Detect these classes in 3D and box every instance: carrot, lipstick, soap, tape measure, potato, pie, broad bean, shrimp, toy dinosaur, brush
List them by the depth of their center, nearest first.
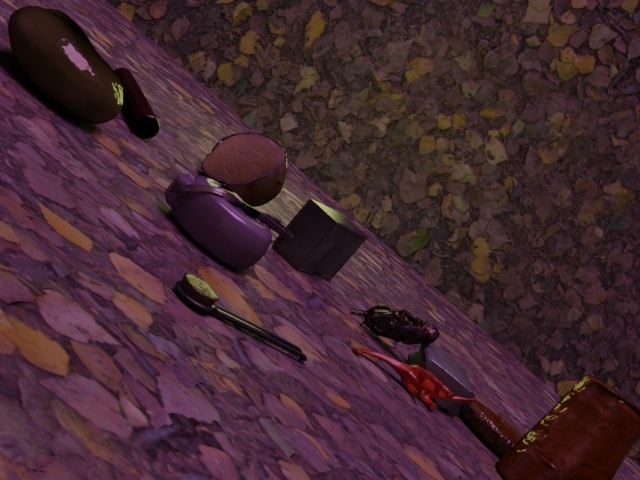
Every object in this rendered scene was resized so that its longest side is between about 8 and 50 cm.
[{"bbox_3d":[-0.100,0.112,1.420,0.266,0.027,0.062,34,10,-43],"label":"brush"},{"bbox_3d":[-0.156,-0.036,1.717,0.178,0.105,0.196,44,7,23],"label":"tape measure"},{"bbox_3d":[-0.456,-0.316,1.819,0.291,0.119,0.238,50,3,42],"label":"broad bean"},{"bbox_3d":[0.468,0.378,1.858,0.196,0.254,0.196,39,3,-3],"label":"carrot"},{"bbox_3d":[0.175,0.257,1.874,0.280,0.055,0.101,34,0,-34],"label":"toy dinosaur"},{"bbox_3d":[0.357,0.386,2.041,0.195,0.046,0.195,39,6,-5],"label":"pie"},{"bbox_3d":[0.237,0.270,2.046,0.119,0.066,0.198,38,8,-2],"label":"soap"},{"bbox_3d":[0.146,0.170,2.079,0.190,0.074,0.073,21,10,11],"label":"shrimp"},{"bbox_3d":[-0.405,-0.301,2.227,0.057,0.057,0.356,36,9,-30],"label":"lipstick"},{"bbox_3d":[-0.158,-0.140,2.257,0.202,0.182,0.117,36,-31,44],"label":"potato"}]

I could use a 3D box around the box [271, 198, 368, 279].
[{"bbox_3d":[0.000,0.000,2.197,0.086,0.129,0.225,43,7,18],"label":"box"}]

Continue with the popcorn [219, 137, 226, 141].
[{"bbox_3d":[-0.189,-0.181,2.381,0.121,0.116,0.106,18,7,33],"label":"popcorn"}]
